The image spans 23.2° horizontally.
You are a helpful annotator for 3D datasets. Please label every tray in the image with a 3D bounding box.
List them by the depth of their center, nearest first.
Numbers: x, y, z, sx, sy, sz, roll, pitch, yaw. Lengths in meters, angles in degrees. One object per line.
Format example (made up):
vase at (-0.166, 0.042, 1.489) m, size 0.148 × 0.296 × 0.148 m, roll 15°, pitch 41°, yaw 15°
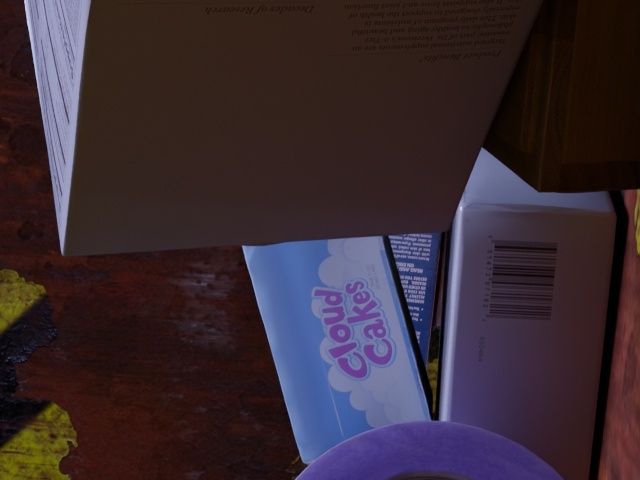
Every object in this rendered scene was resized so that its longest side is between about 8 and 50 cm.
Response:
tray at (0.073, -0.187, 0.852) m, size 0.411 × 0.076 × 0.203 m, roll -131°, pitch 40°, yaw -63°

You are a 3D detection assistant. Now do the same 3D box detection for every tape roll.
tape roll at (0.058, 0.197, 0.829) m, size 0.080 × 0.189 × 0.189 m, roll 87°, pitch -173°, yaw -61°

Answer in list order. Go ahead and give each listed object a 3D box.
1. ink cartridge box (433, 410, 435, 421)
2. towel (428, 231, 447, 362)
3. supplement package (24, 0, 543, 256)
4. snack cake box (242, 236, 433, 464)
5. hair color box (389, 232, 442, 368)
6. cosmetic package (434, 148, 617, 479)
ink cartridge box at (0.135, 0.154, 1.397) m, size 0.308 × 0.091 × 0.385 m, roll -12°, pitch -71°, yaw -87°
towel at (0.139, -0.004, 1.669) m, size 0.325 × 0.038 × 0.248 m, roll 92°, pitch -176°, yaw -81°
supplement package at (-0.025, -0.152, 0.706) m, size 0.263 × 0.199 × 0.198 m, roll 108°, pitch 153°, yaw -51°
snack cake box at (0.000, 0.000, 1.033) m, size 0.152 × 0.089 × 0.264 m, roll -49°, pitch -56°, yaw -86°
hair color box at (0.064, 0.015, 1.551) m, size 0.174 × 0.105 × 0.347 m, roll -79°, pitch -5°, yaw -80°
cosmetic package at (0.123, 0.106, 1.046) m, size 0.284 × 0.097 × 0.377 m, roll -84°, pitch -4°, yaw -69°
